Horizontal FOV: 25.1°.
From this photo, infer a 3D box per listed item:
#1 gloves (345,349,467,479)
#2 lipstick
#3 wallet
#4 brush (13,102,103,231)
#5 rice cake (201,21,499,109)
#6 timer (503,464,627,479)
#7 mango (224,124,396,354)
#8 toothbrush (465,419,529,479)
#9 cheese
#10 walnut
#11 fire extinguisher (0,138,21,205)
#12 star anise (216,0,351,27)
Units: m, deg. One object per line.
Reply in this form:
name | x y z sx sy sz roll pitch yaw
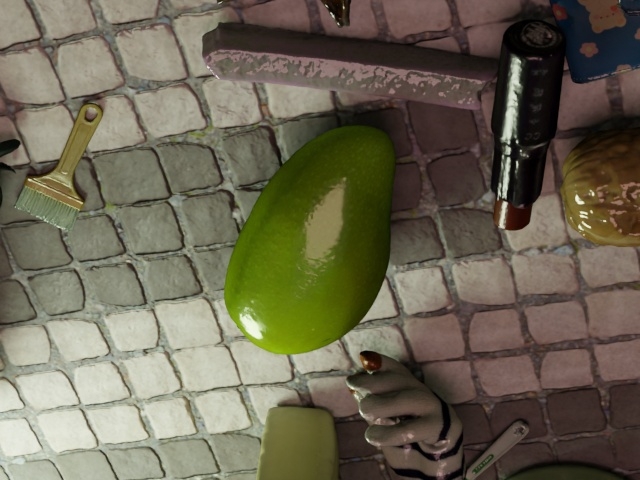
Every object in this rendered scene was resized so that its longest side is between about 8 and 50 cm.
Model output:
gloves | 0.120 0.241 1.988 0.131 0.140 0.219 -20 109 -1
lipstick | 0.242 -0.130 1.722 0.081 0.081 0.300 4 137 5
wallet | 0.325 -0.284 1.620 0.141 0.059 0.202 -15 122 15
brush | -0.328 -0.101 1.871 0.083 0.011 0.205 25 124 -10
rice cake | 0.037 -0.206 1.712 0.365 0.073 0.056 7 124 0
timer | 0.354 0.524 2.044 0.291 0.315 0.291 3 125 5
mango | 0.000 0.000 1.809 0.192 0.156 0.343 20 124 -10
toothbrush | 0.206 0.357 2.123 0.030 0.030 0.304 32 121 -15
cheese | -0.039 0.409 2.041 0.124 0.265 0.242 8 126 -1
walnut | 0.380 -0.063 1.718 0.184 0.155 0.155 -6 125 9
fire extinguisher | -0.482 -0.010 1.910 0.114 0.095 0.311 -5 137 -36
star anise | -0.020 -0.388 1.560 0.331 0.117 0.332 -1 125 -2
